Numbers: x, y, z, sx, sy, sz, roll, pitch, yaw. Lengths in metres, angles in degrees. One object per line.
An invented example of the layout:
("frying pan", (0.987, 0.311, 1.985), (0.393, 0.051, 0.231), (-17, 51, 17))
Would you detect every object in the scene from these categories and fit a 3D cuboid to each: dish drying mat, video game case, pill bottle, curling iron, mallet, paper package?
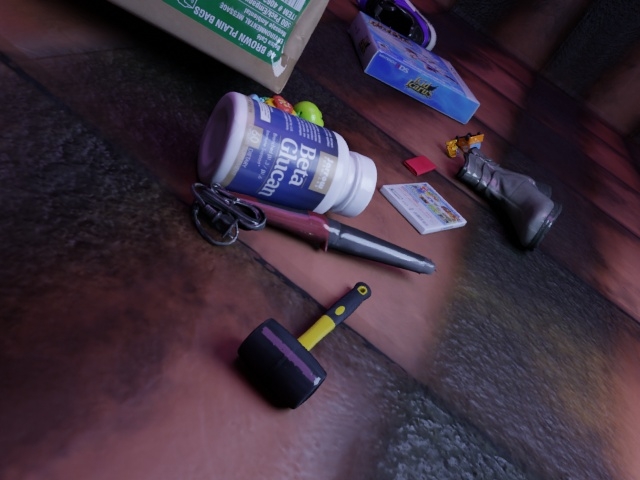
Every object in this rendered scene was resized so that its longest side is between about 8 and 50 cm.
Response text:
("dish drying mat", (0.160, -0.120, 0.912), (0.032, 0.008, 0.083), (44, 31, 13))
("video game case", (0.144, -0.047, 0.791), (0.122, 0.011, 0.087), (-10, 52, -50))
("pill bottle", (-0.030, -0.078, 0.582), (0.170, 0.094, 0.094), (16, 36, -29))
("video game case", (0.205, -0.393, 1.283), (0.270, 0.061, 0.244), (21, 32, -23))
("curling iron", (0.000, 0.000, 0.562), (0.274, 0.035, 0.068), (16, 40, -28))
("mallet", (-0.004, 0.064, 0.473), (0.062, 0.039, 0.189), (40, 27, 2))
("paper package", (-0.158, -0.355, 0.726), (0.325, 0.168, 0.309), (26, 20, -15))

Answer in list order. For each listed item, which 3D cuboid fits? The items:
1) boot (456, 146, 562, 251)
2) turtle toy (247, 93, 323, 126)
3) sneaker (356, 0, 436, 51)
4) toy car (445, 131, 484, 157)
("boot", (0.291, -0.075, 0.926), (0.161, 0.083, 0.246), (29, 25, 4))
("turtle toy", (-0.048, -0.134, 0.670), (0.095, 0.066, 0.130), (47, 32, 18))
("sneaker", (0.178, -0.619, 1.530), (0.293, 0.102, 0.146), (48, 34, 21))
("toy car", (0.260, -0.176, 1.079), (0.122, 0.060, 0.040), (-22, 106, -37))
